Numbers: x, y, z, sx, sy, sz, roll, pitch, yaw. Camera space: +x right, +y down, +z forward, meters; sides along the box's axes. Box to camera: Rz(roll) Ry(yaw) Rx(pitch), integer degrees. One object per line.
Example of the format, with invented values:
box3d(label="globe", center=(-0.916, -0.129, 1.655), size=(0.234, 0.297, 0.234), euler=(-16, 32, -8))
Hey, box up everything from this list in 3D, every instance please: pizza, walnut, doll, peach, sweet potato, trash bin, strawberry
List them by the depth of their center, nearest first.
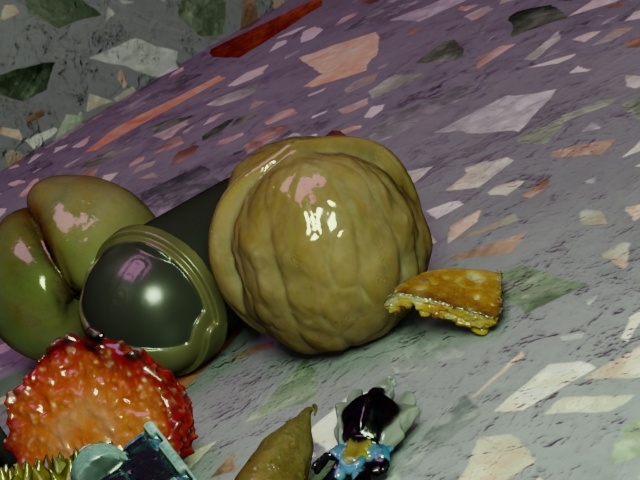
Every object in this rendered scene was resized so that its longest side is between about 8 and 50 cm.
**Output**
box3d(label="sweet potato", center=(-0.063, 0.277, 1.687), size=(0.075, 0.075, 0.269), euler=(-13, 33, 32))
box3d(label="doll", center=(0.051, 0.204, 1.738), size=(0.096, 0.070, 0.195), euler=(0, 34, 20))
box3d(label="strawberry", center=(-0.240, 0.215, 1.897), size=(0.234, 0.234, 0.178), euler=(-19, -7, 16))
box3d(label="pizza", center=(0.167, 0.074, 1.942), size=(0.131, 0.041, 0.178), euler=(29, 32, 35))
box3d(label="walnut", center=(0.000, 0.000, 2.050), size=(0.285, 0.285, 0.296), euler=(-27, 25, -8))
box3d(label="trash bin", center=(-0.183, 0.054, 2.210), size=(0.214, 0.214, 0.334), euler=(-6, 21, 43))
box3d(label="peach", center=(-0.367, 0.041, 2.423), size=(0.292, 0.247, 0.292), euler=(-39, 22, 19))

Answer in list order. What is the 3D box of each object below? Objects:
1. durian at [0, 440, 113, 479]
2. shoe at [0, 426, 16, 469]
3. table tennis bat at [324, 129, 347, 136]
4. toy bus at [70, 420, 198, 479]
box3d(label="durian", center=(-0.285, 0.309, 1.669), size=(0.172, 0.166, 0.306), euler=(3, 45, 31))
box3d(label="shoe", center=(-0.469, 0.278, 2.128), size=(0.093, 0.108, 0.241), euler=(-36, 15, -26))
box3d(label="table tennis bat", center=(-0.098, -0.052, 2.640), size=(0.415, 0.051, 0.268), euler=(-40, 24, -31))
box3d(label="toy bus", center=(-0.221, 0.334, 1.491), size=(0.312, 0.190, 0.152), euler=(-35, 33, -11))
